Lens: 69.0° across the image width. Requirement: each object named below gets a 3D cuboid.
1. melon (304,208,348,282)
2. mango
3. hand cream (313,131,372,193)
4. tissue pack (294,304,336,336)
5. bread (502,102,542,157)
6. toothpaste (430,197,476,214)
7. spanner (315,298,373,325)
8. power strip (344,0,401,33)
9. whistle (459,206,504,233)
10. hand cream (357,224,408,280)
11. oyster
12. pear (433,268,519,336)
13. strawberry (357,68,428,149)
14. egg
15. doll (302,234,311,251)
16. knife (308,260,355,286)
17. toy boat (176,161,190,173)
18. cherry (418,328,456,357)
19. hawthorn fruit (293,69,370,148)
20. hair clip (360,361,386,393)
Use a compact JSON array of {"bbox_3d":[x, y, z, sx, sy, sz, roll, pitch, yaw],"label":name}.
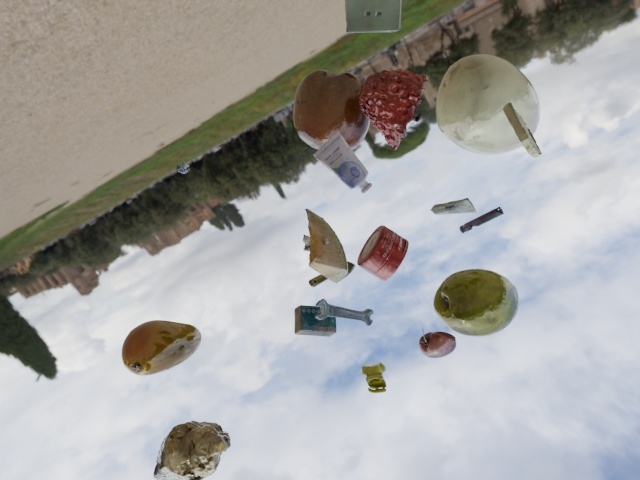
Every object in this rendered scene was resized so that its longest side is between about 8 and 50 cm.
[{"bbox_3d":[0.006,0.004,1.042,0.054,0.098,0.182,-45,-147,32],"label":"melon"},{"bbox_3d":[-0.403,0.264,1.198,0.113,0.138,0.253,-61,161,16],"label":"mango"},{"bbox_3d":[0.058,-0.163,1.035,0.084,0.142,0.053,-38,-166,34],"label":"hand cream"},{"bbox_3d":[-0.023,0.347,2.008,0.082,0.169,0.120,133,-40,-56],"label":"tissue pack"},{"bbox_3d":[0.466,-0.257,1.083,0.028,0.068,0.154,-34,-141,30],"label":"bread"},{"bbox_3d":[0.448,-0.112,1.599,0.038,0.060,0.233,-43,-167,-15],"label":"toothpaste"},{"bbox_3d":[0.087,0.249,1.599,0.017,0.302,0.071,7,-97,46],"label":"spanner"},{"bbox_3d":[0.181,-0.824,1.593,0.198,0.213,0.064,6,-153,13],"label":"power strip"},{"bbox_3d":[0.599,-0.075,1.740,0.176,0.033,0.033,-32,-167,38],"label":"whistle"},{"bbox_3d":[0.239,0.047,1.797,0.193,0.125,0.193,-58,-172,13],"label":"hand cream"},{"bbox_3d":[-0.276,0.439,0.948,0.341,0.110,0.166,-46,-163,57],"label":"oyster"},{"bbox_3d":[0.566,0.224,1.679,0.307,0.253,0.253,9,-176,-23],"label":"pear"},{"bbox_3d":[0.193,-0.389,1.341,0.234,0.178,0.234,-159,-90,-88],"label":"strawberry"},{"bbox_3d":[0.526,-0.412,1.461,0.283,0.345,0.283,-60,-166,26],"label":"egg"},{"bbox_3d":[-0.018,0.003,1.495,0.085,0.058,0.040,-11,-171,10],"label":"doll"},{"bbox_3d":[0.052,0.127,1.709,0.027,0.061,0.343,-47,168,27],"label":"knife"},{"bbox_3d":[-0.430,-0.231,1.467,0.038,0.038,0.083,-29,-169,3],"label":"toy boat"},{"bbox_3d":[0.383,0.339,1.518,0.126,0.087,0.106,6,163,0],"label":"cherry"},{"bbox_3d":[0.039,-0.409,1.572,0.267,0.301,0.268,6,178,0],"label":"hawthorn fruit"},{"bbox_3d":[0.141,0.359,1.246,0.072,0.046,0.173,-10,180,6],"label":"hair clip"}]
